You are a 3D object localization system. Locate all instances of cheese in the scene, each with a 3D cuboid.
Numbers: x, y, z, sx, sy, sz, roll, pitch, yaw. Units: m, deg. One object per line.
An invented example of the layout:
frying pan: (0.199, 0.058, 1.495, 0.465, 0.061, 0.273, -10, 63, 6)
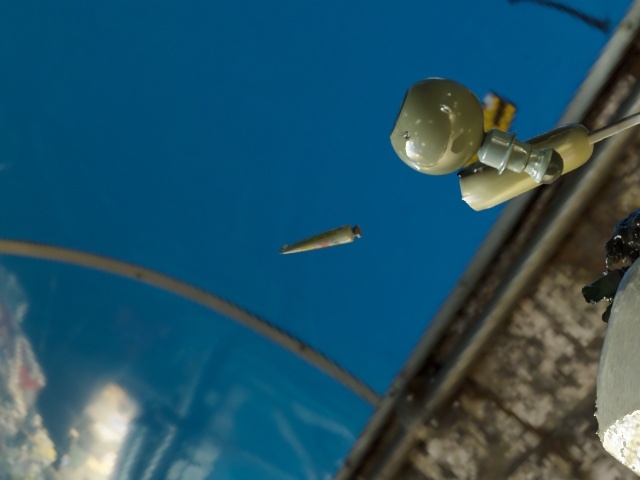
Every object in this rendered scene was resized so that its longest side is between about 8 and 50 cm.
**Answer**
cheese: (0.278, -0.105, 1.323, 0.251, 0.054, 0.127, -23, 3, 18)

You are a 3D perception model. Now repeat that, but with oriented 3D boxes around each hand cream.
hand cream: (0.000, 0.000, 1.431, 0.102, 0.022, 0.035, -15, 16, 16)

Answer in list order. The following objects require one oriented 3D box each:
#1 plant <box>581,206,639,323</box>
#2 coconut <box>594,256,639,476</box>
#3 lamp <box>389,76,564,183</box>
plant: (0.447, 0.023, 1.583, 0.203, 0.131, 0.142, -54, -6, 20)
coconut: (0.342, 0.105, 0.963, 0.245, 0.247, 0.245, -53, 5, 7)
lamp: (0.149, -0.093, 1.101, 0.091, 0.163, 0.091, 19, -90, -89)
